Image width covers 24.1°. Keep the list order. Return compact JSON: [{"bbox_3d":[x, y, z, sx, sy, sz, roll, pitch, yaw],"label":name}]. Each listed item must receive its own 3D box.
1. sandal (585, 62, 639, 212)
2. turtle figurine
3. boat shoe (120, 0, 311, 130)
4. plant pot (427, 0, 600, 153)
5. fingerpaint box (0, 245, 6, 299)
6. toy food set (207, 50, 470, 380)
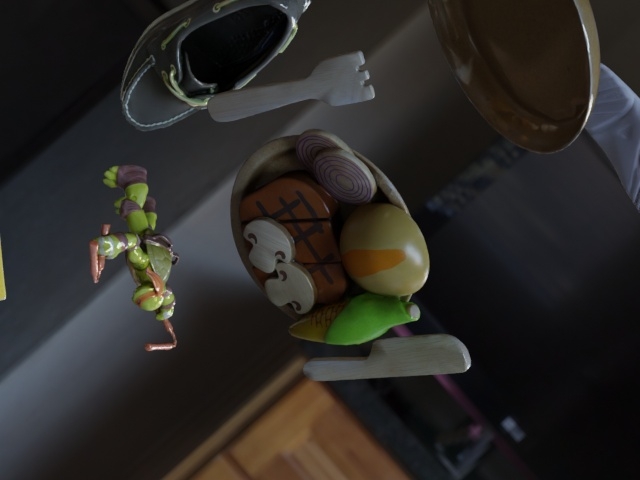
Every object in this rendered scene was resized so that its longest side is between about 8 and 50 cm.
[{"bbox_3d":[0.417,-0.124,1.903,0.076,0.102,0.265,-7,59,-47],"label":"sandal"},{"bbox_3d":[-0.237,0.007,1.964,0.269,0.087,0.217,56,17,-53],"label":"turtle figurine"},{"bbox_3d":[-0.127,-0.205,1.646,0.109,0.305,0.091,38,40,-22],"label":"boat shoe"},{"bbox_3d":[0.168,-0.190,1.295,0.236,0.032,0.236,51,-24,33],"label":"plant pot"},{"bbox_3d":[-0.531,-0.179,1.839,0.371,0.163,0.445,38,-45,52],"label":"fingerpaint box"},{"bbox_3d":[0.000,0.000,0.842,0.038,0.132,0.192,-38,112,-50],"label":"toy food set"}]
